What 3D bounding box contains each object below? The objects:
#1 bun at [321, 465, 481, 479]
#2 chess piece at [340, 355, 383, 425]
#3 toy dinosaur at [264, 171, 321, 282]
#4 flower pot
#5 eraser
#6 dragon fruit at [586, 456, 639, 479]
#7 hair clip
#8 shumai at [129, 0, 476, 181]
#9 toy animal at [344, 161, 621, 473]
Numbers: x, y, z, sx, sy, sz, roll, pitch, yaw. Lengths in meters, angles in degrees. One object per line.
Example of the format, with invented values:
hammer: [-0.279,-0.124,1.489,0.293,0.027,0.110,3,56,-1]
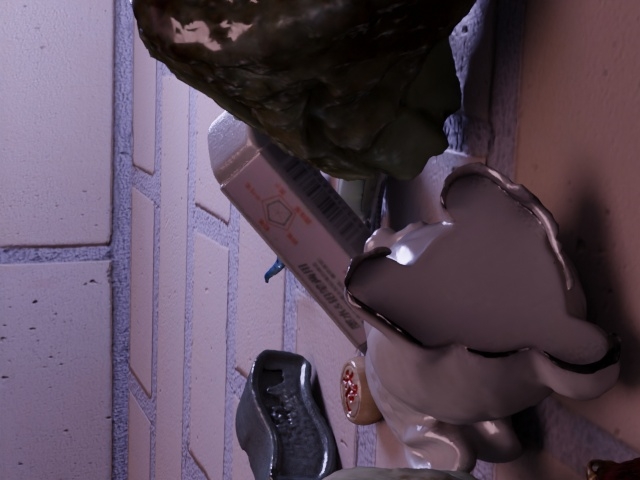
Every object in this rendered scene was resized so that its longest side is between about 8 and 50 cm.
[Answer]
bun: [0.128,0.314,1.080,0.361,0.213,0.361,46,174,6]
chess piece: [0.052,0.180,1.602,0.084,0.038,0.083,-179,90,-72]
toy dinosaur: [-0.033,-0.040,1.796,0.144,0.076,0.329,-107,25,-56]
flower pot: [-0.049,0.265,1.811,0.108,0.103,0.229,109,154,-46]
eraser: [0.000,0.000,1.451,0.352,0.061,0.089,50,131,-3]
dragon fruit: [0.241,0.227,0.904,0.127,0.121,0.161,169,95,-77]
hair clip: [0.056,-0.033,1.544,0.159,0.071,0.218,42,-131,-85]
shumai: [0.023,-0.214,1.309,0.395,0.395,0.348,-113,2,-48]
toy animal: [0.125,0.104,1.196,0.258,0.194,0.357,52,163,24]
